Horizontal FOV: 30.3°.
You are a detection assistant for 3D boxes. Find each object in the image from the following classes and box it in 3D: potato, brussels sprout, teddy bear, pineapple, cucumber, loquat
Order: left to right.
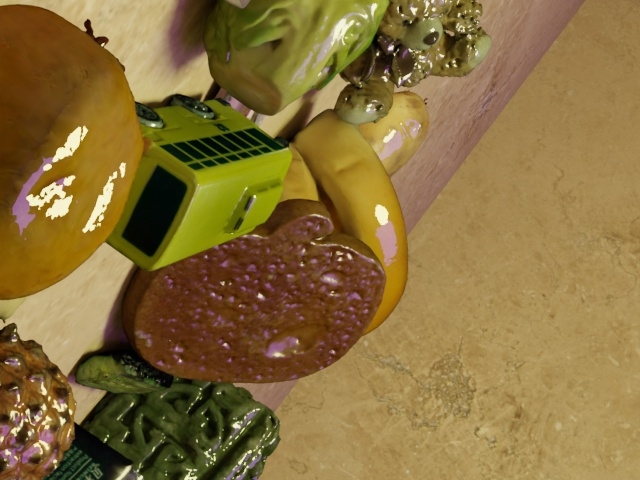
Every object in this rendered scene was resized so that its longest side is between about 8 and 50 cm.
[{"bbox_3d":[-0.355,0.139,0.883,0.364,0.165,0.165,3,123,-55],"label":"pineapple"},{"bbox_3d":[-0.221,-0.065,0.836,0.187,0.176,0.234,98,18,-68],"label":"loquat"},{"bbox_3d":[-0.273,0.174,1.646,0.078,0.062,0.211,-12,165,8],"label":"cucumber"},{"bbox_3d":[-0.026,-0.242,1.230,0.223,0.161,0.223,-39,-165,12],"label":"brussels sprout"},{"bbox_3d":[0.089,-0.166,2.060,0.161,0.128,0.235,-9,140,-54],"label":"potato"},{"bbox_3d":[0.124,-0.312,1.666,0.267,0.156,0.256,-27,160,-20],"label":"teddy bear"}]

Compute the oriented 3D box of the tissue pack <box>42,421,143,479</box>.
[{"bbox_3d":[-0.384,0.328,1.076,0.416,0.264,0.253,-49,163,-38],"label":"tissue pack"}]

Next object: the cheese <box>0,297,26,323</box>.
[{"bbox_3d":[-0.265,-0.024,0.998,0.167,0.094,0.123,-58,161,-6],"label":"cheese"}]

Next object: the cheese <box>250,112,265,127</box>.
[{"bbox_3d":[-0.057,-0.198,1.517,0.192,0.037,0.097,-59,168,16],"label":"cheese"}]

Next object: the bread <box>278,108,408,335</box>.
[{"bbox_3d":[-0.022,-0.014,1.845,0.245,0.329,0.424,-8,152,-14],"label":"bread"}]

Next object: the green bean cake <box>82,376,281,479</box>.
[{"bbox_3d":[-0.212,0.303,1.785,0.241,0.255,0.132,-46,164,-23],"label":"green bean cake"}]

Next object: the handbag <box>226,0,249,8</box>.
[{"bbox_3d":[-0.078,-0.284,1.050,0.117,0.095,0.173,-61,177,1],"label":"handbag"}]

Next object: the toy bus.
[{"bbox_3d":[-0.140,-0.065,1.253,0.128,0.150,0.262,-61,166,19],"label":"toy bus"}]

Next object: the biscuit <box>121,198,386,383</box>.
[{"bbox_3d":[-0.083,0.068,1.617,0.367,0.063,0.314,8,123,-30],"label":"biscuit"}]

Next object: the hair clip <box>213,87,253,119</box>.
[{"bbox_3d":[-0.095,-0.160,1.431,0.358,0.095,0.110,-52,-153,28],"label":"hair clip"}]
